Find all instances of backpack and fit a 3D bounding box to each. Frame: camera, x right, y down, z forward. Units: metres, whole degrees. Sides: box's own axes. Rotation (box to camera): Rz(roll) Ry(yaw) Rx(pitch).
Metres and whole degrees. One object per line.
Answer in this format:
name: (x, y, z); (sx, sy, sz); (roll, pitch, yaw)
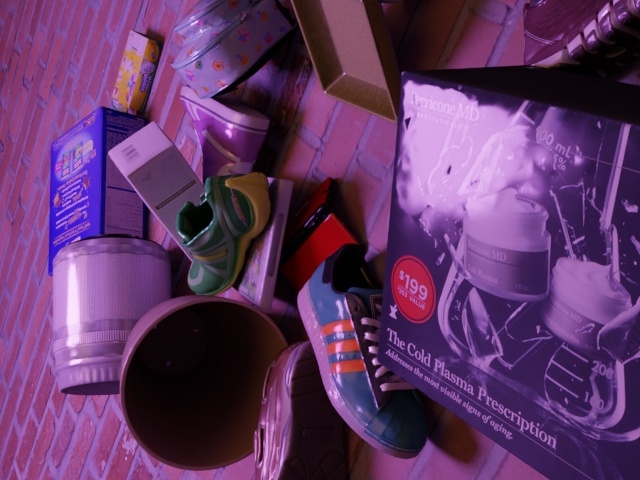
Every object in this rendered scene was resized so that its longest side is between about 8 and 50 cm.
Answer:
backpack: (-0.153, -0.323, 1.281); (0.165, 0.144, 0.188); (-7, 45, 49)

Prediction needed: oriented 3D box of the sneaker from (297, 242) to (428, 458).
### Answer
sneaker: (0.062, 0.128, 1.016); (0.121, 0.108, 0.302); (-60, 42, 32)

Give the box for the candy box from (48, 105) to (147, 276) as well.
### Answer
candy box: (-0.489, -0.093, 1.730); (0.268, 0.122, 0.318); (-17, 69, 47)

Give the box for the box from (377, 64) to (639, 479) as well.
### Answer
box: (0.229, 0.023, 0.712); (0.343, 0.178, 0.313); (28, 121, 50)

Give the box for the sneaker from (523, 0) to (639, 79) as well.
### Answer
sneaker: (0.304, -0.268, 0.793); (0.281, 0.106, 0.163); (-24, 62, 47)

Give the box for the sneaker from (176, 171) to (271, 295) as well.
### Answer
sneaker: (-0.168, -0.015, 1.232); (0.296, 0.123, 0.110); (122, 151, -49)

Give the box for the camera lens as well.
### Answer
camera lens: (-0.385, 0.138, 1.479); (0.219, 0.219, 0.275); (-25, 65, 46)

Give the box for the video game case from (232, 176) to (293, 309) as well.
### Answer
video game case: (-0.097, -0.004, 1.250); (0.212, 0.023, 0.194); (-161, 81, -72)

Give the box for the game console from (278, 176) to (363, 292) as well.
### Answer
game console: (0.000, 0.000, 1.192); (0.144, 0.085, 0.124); (-47, 19, 35)

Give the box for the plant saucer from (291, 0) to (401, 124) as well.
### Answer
plant saucer: (0.044, -0.271, 1.098); (0.188, 0.045, 0.189); (34, 153, 48)

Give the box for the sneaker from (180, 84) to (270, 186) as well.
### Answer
sneaker: (-0.189, -0.174, 1.378); (0.282, 0.102, 0.161); (43, 122, 56)

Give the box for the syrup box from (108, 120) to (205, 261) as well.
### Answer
syrup box: (-0.243, -0.073, 1.329); (0.096, 0.237, 0.093); (-36, 45, -8)

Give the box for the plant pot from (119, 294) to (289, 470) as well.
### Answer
plant pot: (-0.208, 0.192, 1.263); (0.274, 0.256, 0.257); (-163, 83, -67)

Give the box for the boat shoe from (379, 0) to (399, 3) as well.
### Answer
boat shoe: (0.098, -0.572, 1.045); (0.156, 0.186, 0.501); (-10, 82, 48)

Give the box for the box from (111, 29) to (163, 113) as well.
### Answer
box: (-0.406, -0.361, 1.738); (0.105, 0.043, 0.179); (36, 109, 48)

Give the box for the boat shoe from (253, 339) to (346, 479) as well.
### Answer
boat shoe: (-0.036, 0.300, 1.112); (0.116, 0.123, 0.325); (-2, 75, 58)
